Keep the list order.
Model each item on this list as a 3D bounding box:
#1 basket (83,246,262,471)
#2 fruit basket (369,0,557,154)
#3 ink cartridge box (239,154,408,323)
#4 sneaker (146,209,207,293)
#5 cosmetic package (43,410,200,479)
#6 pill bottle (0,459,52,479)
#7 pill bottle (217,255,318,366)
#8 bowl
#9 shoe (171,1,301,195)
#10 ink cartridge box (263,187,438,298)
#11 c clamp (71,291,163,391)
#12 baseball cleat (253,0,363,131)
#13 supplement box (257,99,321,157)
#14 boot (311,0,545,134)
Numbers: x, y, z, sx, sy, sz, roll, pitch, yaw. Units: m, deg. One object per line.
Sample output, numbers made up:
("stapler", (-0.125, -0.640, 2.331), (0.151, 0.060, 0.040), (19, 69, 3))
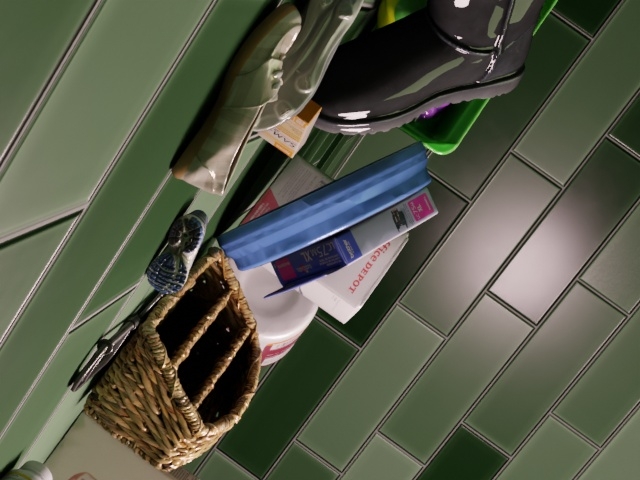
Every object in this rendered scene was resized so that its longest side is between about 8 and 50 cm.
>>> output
("basket", (-0.192, 0.194, 1.607), (0.223, 0.213, 0.299), (-51, -179, 28))
("fruit basket", (0.212, -0.355, 1.692), (0.392, 0.283, 0.392), (-53, -164, 21))
("ink cartridge box", (0.000, 0.000, 2.001), (0.207, 0.283, 0.117), (-53, 177, -25))
("sneaker", (-0.180, 0.014, 1.312), (0.135, 0.052, 0.058), (-55, -178, 33))
("cosmetic package", (-0.307, 0.419, 1.693), (0.129, 0.296, 0.153), (-53, 177, -4))
("pill bottle", (-0.407, 0.344, 1.330), (0.065, 0.065, 0.116), (-55, 177, 31))
("pill bottle", (-0.141, 0.155, 2.221), (0.224, 0.224, 0.392), (-54, 178, -22))
("bowl", (0.013, -0.056, 1.730), (0.391, 0.077, 0.391), (-26, -177, 2))
("shoe", (-0.073, -0.139, 1.018), (0.219, 0.058, 0.076), (-55, 178, 23))
("ink cartridge box", (0.046, 0.002, 1.776), (0.311, 0.065, 0.185), (-32, -173, -41))
("c clamp", (-0.290, 0.143, 1.394), (0.137, 0.022, 0.161), (-49, -178, 22))
("baseball cleat", (-0.017, -0.206, 1.107), (0.206, 0.072, 0.109), (-51, -175, 7))
("supplement box", (-0.043, -0.162, 1.360), (0.036, 0.062, 0.098), (-54, 178, -28))
("boot", (0.160, -0.351, 1.291), (0.367, 0.146, 0.445), (-19, 153, -20))
